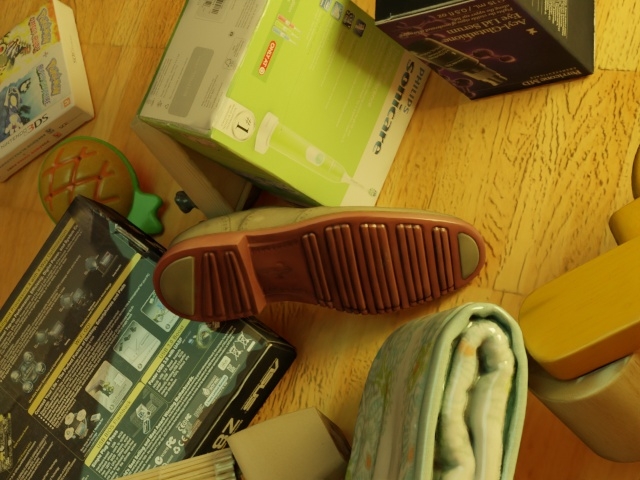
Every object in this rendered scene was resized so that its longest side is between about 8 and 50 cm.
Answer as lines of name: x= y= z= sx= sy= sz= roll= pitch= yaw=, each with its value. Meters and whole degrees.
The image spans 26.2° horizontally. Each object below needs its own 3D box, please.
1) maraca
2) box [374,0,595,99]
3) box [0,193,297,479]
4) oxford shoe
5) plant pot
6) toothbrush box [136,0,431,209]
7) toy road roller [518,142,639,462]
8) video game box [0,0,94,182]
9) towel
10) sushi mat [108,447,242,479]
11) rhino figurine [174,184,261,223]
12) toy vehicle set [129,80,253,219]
maraca: x=-0.281 y=-0.053 z=1.751 sx=0.186 sy=0.099 sz=0.127 roll=40 pitch=101 yaw=14
box: x=0.173 y=-0.241 z=1.411 sx=0.153 sy=0.207 sz=0.108 roll=-10 pitch=66 yaw=35
box: x=-0.263 y=0.194 z=1.577 sx=0.318 sy=0.097 sz=0.395 roll=35 pitch=93 yaw=23
oxford shoe: x=0.000 y=0.000 z=1.466 sx=0.348 sy=0.123 sz=0.130 roll=-2 pitch=30 yaw=7
plant pot: x=-0.016 y=0.237 z=1.430 sx=0.096 sy=0.109 sz=0.109 roll=-34 pitch=53 yaw=5
toothbrush box: x=-0.031 y=-0.161 z=1.481 sx=0.122 sy=0.283 sz=0.206 roll=18 pitch=84 yaw=41
toy road roller: x=0.325 y=0.018 z=1.205 sx=0.330 sy=0.202 sz=0.240 roll=-31 pitch=43 yaw=17
video game box: x=-0.414 y=-0.213 z=1.946 sx=0.187 sy=0.048 sz=0.205 roll=-31 pitch=56 yaw=21
towel: x=0.076 y=0.246 z=1.236 sx=0.320 sy=0.090 sz=0.374 roll=151 pitch=133 yaw=-77
sushi mat: x=-0.223 y=0.323 z=1.452 sx=0.317 sy=0.019 sz=0.151 roll=-17 pitch=55 yaw=17
rhino figurine: x=-0.126 y=-0.128 z=1.678 sx=0.106 sy=0.073 sz=0.243 roll=-29 pitch=55 yaw=29
toy vehicle set: x=-0.111 y=-0.170 z=1.565 sx=0.035 sy=0.166 sz=0.266 roll=-9 pitch=44 yaw=33
